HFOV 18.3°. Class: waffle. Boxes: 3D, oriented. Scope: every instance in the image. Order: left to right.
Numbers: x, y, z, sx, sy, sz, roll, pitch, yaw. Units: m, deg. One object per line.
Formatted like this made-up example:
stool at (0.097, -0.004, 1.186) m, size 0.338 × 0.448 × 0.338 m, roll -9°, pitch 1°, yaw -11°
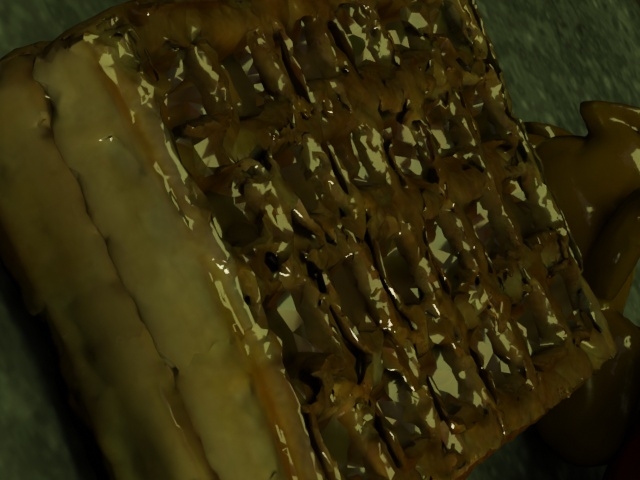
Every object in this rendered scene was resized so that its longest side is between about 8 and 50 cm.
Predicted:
waffle at (0.001, 0.000, 0.775) m, size 0.308 × 0.091 × 0.213 m, roll -24°, pitch 90°, yaw -61°

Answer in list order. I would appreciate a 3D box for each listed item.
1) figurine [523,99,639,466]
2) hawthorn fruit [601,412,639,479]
figurine at (0.112, 0.023, 0.961) m, size 0.122 × 0.121 × 0.176 m, roll -5°, pitch 82°, yaw -31°
hawthorn fruit at (0.258, 0.155, 0.894) m, size 0.316 × 0.316 × 0.316 m, roll 39°, pitch 38°, yaw -40°
